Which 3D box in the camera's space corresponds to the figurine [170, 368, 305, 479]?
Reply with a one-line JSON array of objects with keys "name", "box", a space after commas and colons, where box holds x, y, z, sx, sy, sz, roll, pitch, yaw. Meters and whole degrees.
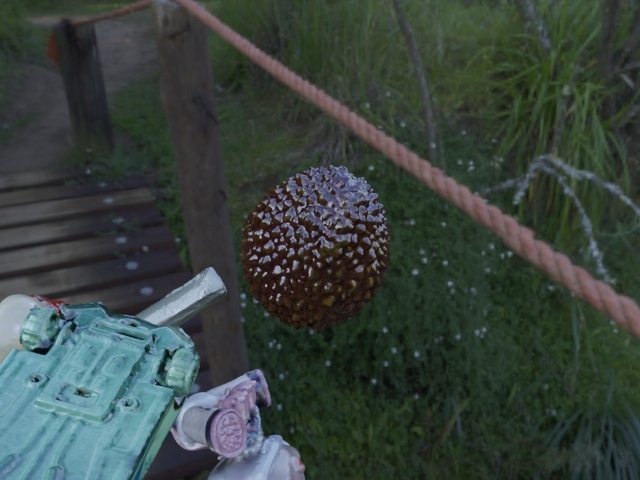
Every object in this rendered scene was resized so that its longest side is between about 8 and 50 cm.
[{"name": "figurine", "box": [-0.128, 0.426, 1.310, 0.210, 0.362, 0.253, -24, 5, 27]}]

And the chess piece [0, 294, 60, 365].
[{"name": "chess piece", "box": [-0.421, 0.128, 0.929, 0.299, 0.167, 0.167, 23, 22, -4]}]

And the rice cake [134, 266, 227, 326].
[{"name": "rice cake", "box": [-0.276, 0.135, 1.247, 0.256, 0.057, 0.052, -33, -20, 1]}]

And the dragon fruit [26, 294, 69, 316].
[{"name": "dragon fruit", "box": [-0.389, 0.138, 1.100, 0.083, 0.162, 0.106, -34, -13, 36]}]

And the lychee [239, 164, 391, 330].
[{"name": "lychee", "box": [0.000, 0.000, 1.128, 0.271, 0.272, 0.271, -1, 22, 0]}]

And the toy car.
[{"name": "toy car", "box": [-0.117, 0.093, 0.315, 0.093, 0.058, 0.186, 17, 31, 0]}]
